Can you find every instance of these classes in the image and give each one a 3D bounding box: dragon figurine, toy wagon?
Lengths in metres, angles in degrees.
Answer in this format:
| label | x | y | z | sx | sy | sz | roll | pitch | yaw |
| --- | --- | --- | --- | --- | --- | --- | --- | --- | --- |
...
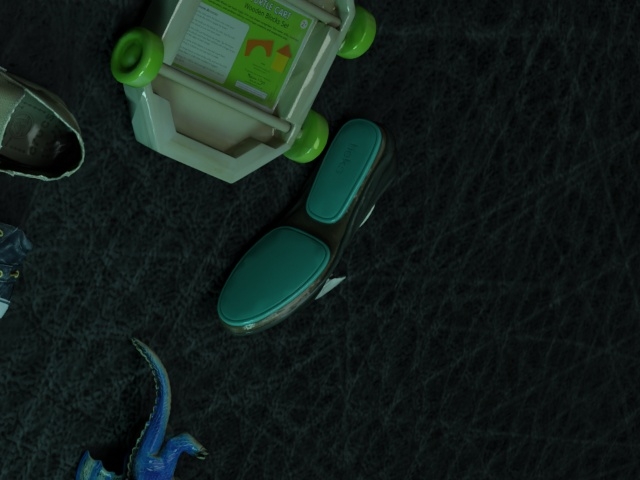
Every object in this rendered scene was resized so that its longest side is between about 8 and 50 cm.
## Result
| label | x | y | z | sx | sy | sz | roll | pitch | yaw |
| --- | --- | --- | --- | --- | --- | --- | --- | --- | --- |
| dragon figurine | -0.195 | 0.255 | 1.873 | 0.144 | 0.085 | 0.289 | -26 | 128 | -33 |
| toy wagon | -0.056 | -0.230 | 1.774 | 0.267 | 0.068 | 0.344 | 22 | 93 | -48 |

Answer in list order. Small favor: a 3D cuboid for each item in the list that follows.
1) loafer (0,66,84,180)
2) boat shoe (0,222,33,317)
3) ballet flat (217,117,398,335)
| label | x | y | z | sx | sy | sz | roll | pitch | yaw |
| --- | --- | --- | --- | --- | --- | --- | --- | --- | --- |
| loafer | -0.305 | -0.116 | 1.570 | 0.268 | 0.092 | 0.102 | 13 | 101 | -47 |
| boat shoe | -0.322 | 0.011 | 1.622 | 0.083 | 0.065 | 0.183 | -67 | 162 | -4 |
| ballet flat | 0.000 | 0.000 | 1.931 | 0.280 | 0.095 | 0.096 | -53 | 149 | -10 |
